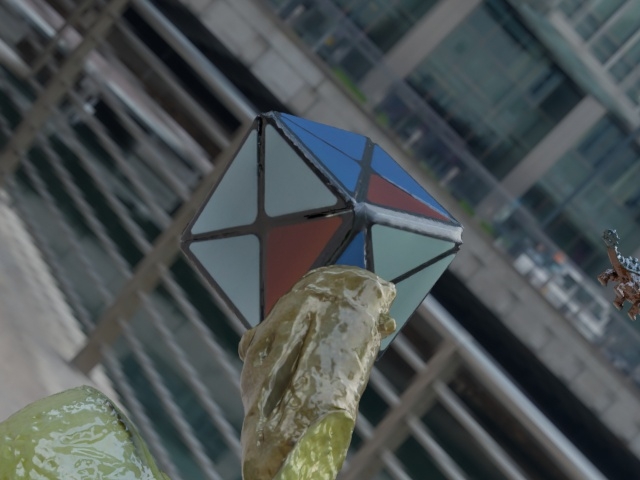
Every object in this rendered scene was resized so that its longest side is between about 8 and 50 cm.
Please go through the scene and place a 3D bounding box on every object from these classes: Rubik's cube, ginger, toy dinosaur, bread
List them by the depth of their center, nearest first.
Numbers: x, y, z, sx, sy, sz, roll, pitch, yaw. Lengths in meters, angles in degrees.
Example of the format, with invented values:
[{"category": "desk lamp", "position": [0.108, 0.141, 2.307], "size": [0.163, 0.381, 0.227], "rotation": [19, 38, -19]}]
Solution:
[{"category": "bread", "position": [-0.255, 0.320, 1.632], "size": [0.320, 0.237, 0.320], "rotation": [59, -4, 7]}, {"category": "ginger", "position": [-0.016, 0.160, 1.711], "size": [0.354, 0.190, 0.126], "rotation": [-77, 156, -46]}, {"category": "toy dinosaur", "position": [0.346, 0.044, 1.723], "size": [0.154, 0.055, 0.049], "rotation": [57, -5, -34]}, {"category": "Rubik's cube", "position": [0.000, 0.000, 2.105], "size": [0.246, 0.250, 0.248], "rotation": [13, 29, -47]}]
